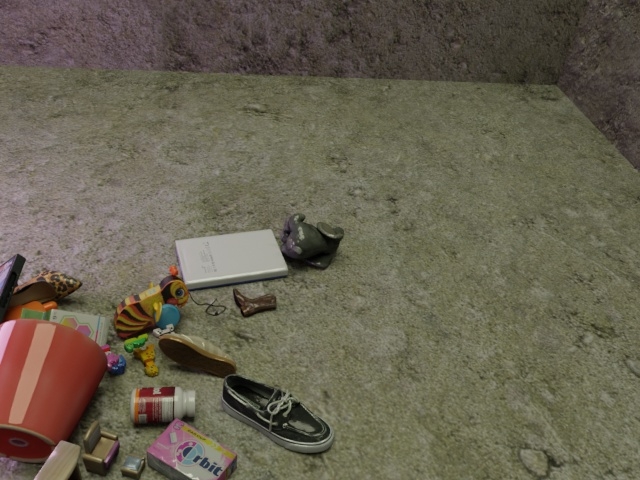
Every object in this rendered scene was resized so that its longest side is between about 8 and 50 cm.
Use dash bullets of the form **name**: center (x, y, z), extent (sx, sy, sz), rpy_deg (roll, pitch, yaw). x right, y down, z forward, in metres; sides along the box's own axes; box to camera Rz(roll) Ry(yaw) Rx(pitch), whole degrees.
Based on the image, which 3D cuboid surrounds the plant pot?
- **plant pot**: center (-0.653, 0.353, 1.465), extent (0.275, 0.274, 0.243), rpy_deg (6, 48, -2)

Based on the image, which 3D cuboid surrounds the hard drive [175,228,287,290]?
- **hard drive**: center (-0.287, 0.057, 2.048), extent (0.319, 0.040, 0.210), rpy_deg (-7, 42, -18)

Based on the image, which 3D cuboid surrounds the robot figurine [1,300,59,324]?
- **robot figurine**: center (-0.781, 0.239, 1.669), extent (0.220, 0.128, 0.158), rpy_deg (-24, 86, -33)

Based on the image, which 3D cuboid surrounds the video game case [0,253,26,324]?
- **video game case**: center (-0.883, 0.188, 1.641), extent (0.275, 0.035, 0.248), rpy_deg (-32, 37, 21)

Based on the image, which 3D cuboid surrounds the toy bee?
- **toy bee**: center (-0.438, 0.154, 1.800), extent (0.298, 0.162, 0.195), rpy_deg (-23, 25, -38)

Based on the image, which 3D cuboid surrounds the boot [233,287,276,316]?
- **boot**: center (-0.195, 0.173, 1.924), extent (0.114, 0.037, 0.106), rpy_deg (-17, 58, -23)

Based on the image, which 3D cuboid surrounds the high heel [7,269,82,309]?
- **high heel**: center (-0.805, 0.168, 1.769), extent (0.261, 0.093, 0.186), rpy_deg (-4, 31, 11)

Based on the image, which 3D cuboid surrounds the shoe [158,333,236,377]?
- **shoe**: center (-0.323, 0.297, 1.696), extent (0.219, 0.076, 0.058), rpy_deg (27, 27, -14)

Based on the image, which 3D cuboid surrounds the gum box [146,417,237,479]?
- **gum box**: center (-0.300, 0.502, 1.479), extent (0.189, 0.062, 0.107), rpy_deg (24, 41, 18)

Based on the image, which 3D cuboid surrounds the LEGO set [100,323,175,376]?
- **LEGO set**: center (-0.473, 0.309, 1.675), extent (0.227, 0.087, 0.093), rpy_deg (-17, 48, -36)

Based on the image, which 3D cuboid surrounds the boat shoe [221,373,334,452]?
- **boat shoe**: center (-0.105, 0.416, 1.586), extent (0.306, 0.104, 0.113), rpy_deg (24, 42, 19)

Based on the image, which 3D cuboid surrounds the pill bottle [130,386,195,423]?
- **pill bottle**: center (-0.384, 0.402, 1.571), extent (0.152, 0.086, 0.086), rpy_deg (1, 39, -10)

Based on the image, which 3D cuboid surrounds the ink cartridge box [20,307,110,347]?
- **ink cartridge box**: center (-0.656, 0.238, 1.640), extent (0.209, 0.062, 0.108), rpy_deg (17, 68, -35)

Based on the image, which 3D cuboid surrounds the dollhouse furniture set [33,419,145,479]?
- **dollhouse furniture set**: center (-0.396, 0.528, 1.324), extent (0.304, 0.198, 0.286), rpy_deg (14, 39, 7)

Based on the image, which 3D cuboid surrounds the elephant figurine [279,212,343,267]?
- **elephant figurine**: center (0.000, 0.000, 2.095), extent (0.240, 0.169, 0.185), rpy_deg (10, 65, -22)
